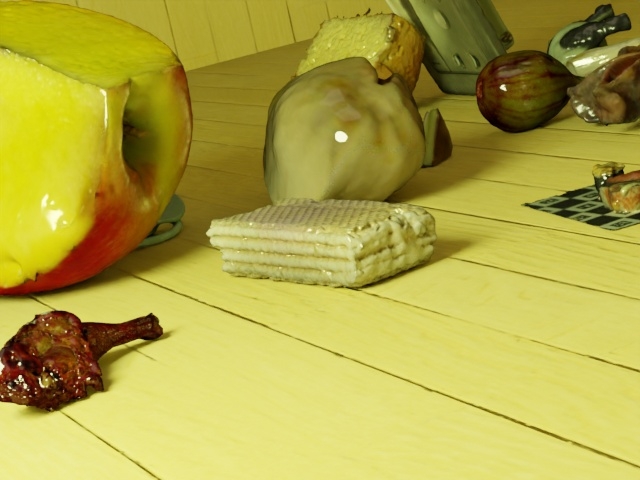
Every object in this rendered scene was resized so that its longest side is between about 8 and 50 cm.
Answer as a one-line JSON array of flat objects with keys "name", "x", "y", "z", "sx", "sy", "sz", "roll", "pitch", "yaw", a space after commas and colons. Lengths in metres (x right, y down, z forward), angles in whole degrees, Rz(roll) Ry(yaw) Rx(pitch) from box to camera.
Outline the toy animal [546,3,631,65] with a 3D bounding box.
[{"name": "toy animal", "x": 0.389, "y": -0.280, "z": 2.404, "sx": 0.121, "sy": 0.094, "sz": 0.225, "roll": -21, "pitch": 13, "yaw": 5}]

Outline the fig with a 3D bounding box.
[{"name": "fig", "x": 0.273, "y": -0.192, "z": 2.090, "sx": 0.155, "sy": 0.103, "sz": 0.109, "roll": -4, "pitch": 47, "yaw": -11}]

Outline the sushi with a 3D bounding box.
[{"name": "sushi", "x": 0.290, "y": -0.054, "z": 1.592, "sx": 0.139, "sy": 0.031, "sz": 0.201, "roll": -16, "pitch": 13, "yaw": -16}]

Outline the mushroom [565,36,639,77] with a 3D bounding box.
[{"name": "mushroom", "x": 0.439, "y": -0.252, "z": 2.274, "sx": 0.202, "sy": 0.059, "sz": 0.054, "roll": -10, "pitch": -4, "yaw": 10}]

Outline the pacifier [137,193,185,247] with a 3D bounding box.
[{"name": "pacifier", "x": -0.218, "y": -0.050, "z": 1.904, "sx": 0.150, "sy": 0.116, "sz": 0.127, "roll": -18, "pitch": 39, "yaw": -42}]

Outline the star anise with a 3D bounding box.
[{"name": "star anise", "x": 0.392, "y": -0.184, "z": 1.951, "sx": 0.214, "sy": 0.099, "sz": 0.220, "roll": -21, "pitch": 9, "yaw": 39}]

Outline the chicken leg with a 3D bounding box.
[{"name": "chicken leg", "x": -0.206, "y": 0.095, "z": 1.378, "sx": 0.093, "sy": 0.053, "sz": 0.205, "roll": 14, "pitch": 26, "yaw": 12}]

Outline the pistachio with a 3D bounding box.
[{"name": "pistachio", "x": 0.020, "y": -0.107, "z": 1.847, "sx": 0.166, "sy": 0.197, "sz": 0.288, "roll": 29, "pitch": -7, "yaw": -10}]

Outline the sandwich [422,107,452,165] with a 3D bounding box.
[{"name": "sandwich", "x": 0.141, "y": -0.116, "z": 2.013, "sx": 0.031, "sy": 0.044, "sz": 0.083, "roll": -9, "pitch": 55, "yaw": 35}]

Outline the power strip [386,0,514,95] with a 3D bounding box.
[{"name": "power strip", "x": 0.197, "y": -0.328, "z": 2.399, "sx": 0.092, "sy": 0.257, "sz": 0.251, "roll": -42, "pitch": 22, "yaw": -20}]

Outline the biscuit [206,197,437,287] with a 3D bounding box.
[{"name": "biscuit", "x": 0.000, "y": 0.000, "z": 1.572, "sx": 0.108, "sy": 0.061, "sz": 0.239, "roll": -19, "pitch": 15, "yaw": -35}]

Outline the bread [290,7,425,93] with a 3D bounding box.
[{"name": "bread", "x": 0.075, "y": -0.260, "z": 2.450, "sx": 0.139, "sy": 0.143, "sz": 0.229, "roll": 24, "pitch": -7, "yaw": -29}]

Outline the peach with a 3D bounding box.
[{"name": "peach", "x": -0.321, "y": -0.098, "z": 1.785, "sx": 0.380, "sy": 0.306, "sz": 0.242, "roll": 15, "pitch": 16, "yaw": 25}]
